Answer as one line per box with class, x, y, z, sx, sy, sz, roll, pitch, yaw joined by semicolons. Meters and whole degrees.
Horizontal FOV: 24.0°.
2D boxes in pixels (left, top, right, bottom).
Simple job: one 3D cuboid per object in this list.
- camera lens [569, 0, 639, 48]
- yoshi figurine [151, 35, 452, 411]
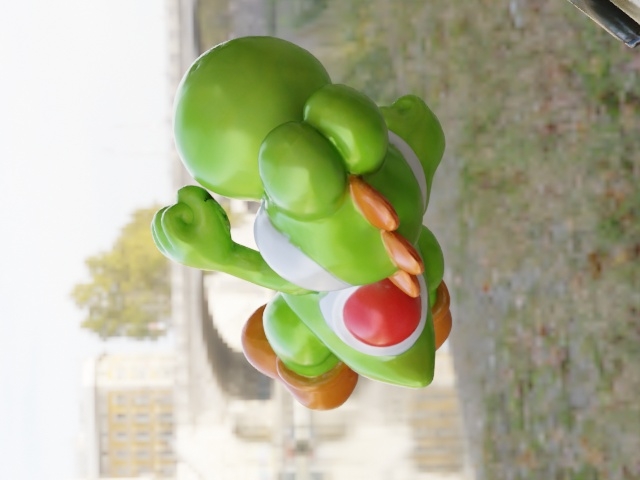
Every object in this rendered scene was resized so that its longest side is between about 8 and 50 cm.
camera lens;0.195;-0.249;0.772;0.274;0.219;0.219;-52;13;14
yoshi figurine;-0.008;-0.024;1.053;0.362;0.203;0.204;78;-159;-64
